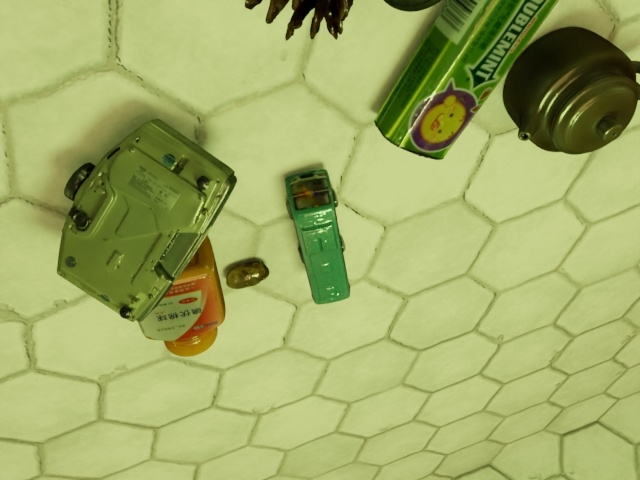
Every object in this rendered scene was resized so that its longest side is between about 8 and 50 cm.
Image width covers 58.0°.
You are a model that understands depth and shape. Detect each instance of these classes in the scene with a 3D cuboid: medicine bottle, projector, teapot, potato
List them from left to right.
[{"bbox_3d":[-0.265,-0.033,0.823,0.194,0.088,0.269,34,104,-5],"label":"projector"},{"bbox_3d":[-0.247,0.101,1.010,0.150,0.112,0.222,-11,136,-9],"label":"medicine bottle"},{"bbox_3d":[-0.136,0.066,1.072,0.083,0.040,0.051,-19,132,-5],"label":"potato"},{"bbox_3d":[0.422,-0.220,0.912,0.268,0.175,0.185,-19,140,-3],"label":"teapot"}]

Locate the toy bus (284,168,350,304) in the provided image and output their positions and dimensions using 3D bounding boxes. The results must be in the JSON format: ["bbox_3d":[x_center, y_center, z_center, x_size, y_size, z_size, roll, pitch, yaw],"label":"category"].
[{"bbox_3d":[0.000,0.000,1.016,0.091,0.109,0.261,-14,136,0],"label":"toy bus"}]

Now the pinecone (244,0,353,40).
[{"bbox_3d":[-0.029,-0.324,0.625,0.208,0.207,0.207,-11,136,-11],"label":"pinecone"}]

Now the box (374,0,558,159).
[{"bbox_3d":[0.222,-0.280,0.824,0.134,0.097,0.345,11,128,-32],"label":"box"}]

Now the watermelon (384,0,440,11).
[{"bbox_3d":[0.130,-0.343,0.712,0.133,0.105,0.105,-13,141,22],"label":"watermelon"}]
